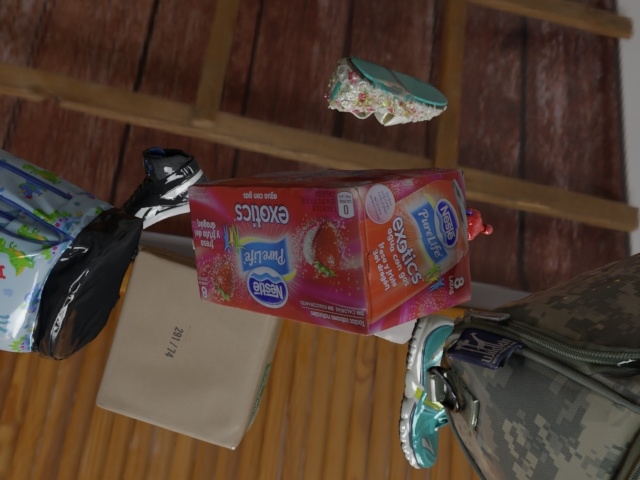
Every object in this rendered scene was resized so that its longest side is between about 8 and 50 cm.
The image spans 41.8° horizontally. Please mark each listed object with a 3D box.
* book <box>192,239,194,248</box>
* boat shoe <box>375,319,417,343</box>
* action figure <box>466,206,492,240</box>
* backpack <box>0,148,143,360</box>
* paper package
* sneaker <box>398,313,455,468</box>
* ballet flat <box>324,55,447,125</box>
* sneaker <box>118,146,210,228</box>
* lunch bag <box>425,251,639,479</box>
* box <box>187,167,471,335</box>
[{"bbox_3d":[-0.133,0.004,1.433,0.096,0.144,0.035,56,15,-51],"label":"book"},{"bbox_3d":[0.075,0.099,1.750,0.127,0.340,0.158,-45,-139,20],"label":"boat shoe"},{"bbox_3d":[0.123,-0.025,0.854,0.030,0.115,0.038,-142,-111,-80],"label":"action figure"},{"bbox_3d":[-0.483,0.001,1.216,0.273,0.355,0.290,-38,165,-53],"label":"backpack"},{"bbox_3d":[-0.246,0.206,1.665,0.168,0.310,0.324,6,100,-84],"label":"paper package"},{"bbox_3d":[0.186,0.249,1.323,0.107,0.110,0.275,-50,147,-61],"label":"sneaker"},{"bbox_3d":[0.089,-0.204,1.187,0.077,0.241,0.091,-50,-122,25],"label":"ballet flat"},{"bbox_3d":[-0.298,-0.093,1.431,0.079,0.217,0.121,-87,156,-63],"label":"sneaker"},{"bbox_3d":[0.258,0.114,0.572,0.256,0.305,0.212,42,-41,42],"label":"lunch bag"},{"bbox_3d":[0.000,0.000,0.770,0.257,0.128,0.122,5,-76,50],"label":"box"}]
